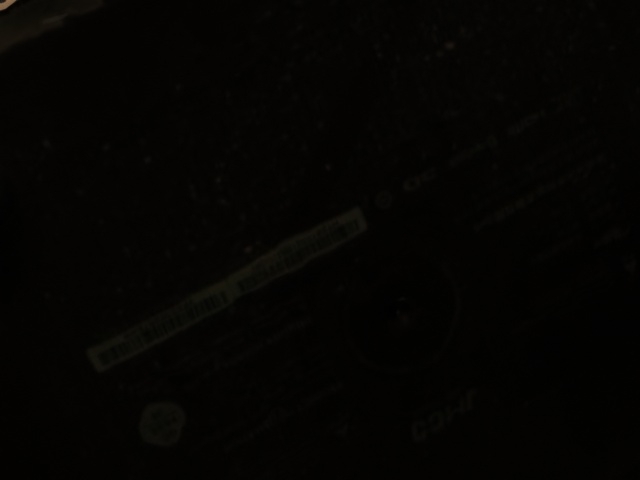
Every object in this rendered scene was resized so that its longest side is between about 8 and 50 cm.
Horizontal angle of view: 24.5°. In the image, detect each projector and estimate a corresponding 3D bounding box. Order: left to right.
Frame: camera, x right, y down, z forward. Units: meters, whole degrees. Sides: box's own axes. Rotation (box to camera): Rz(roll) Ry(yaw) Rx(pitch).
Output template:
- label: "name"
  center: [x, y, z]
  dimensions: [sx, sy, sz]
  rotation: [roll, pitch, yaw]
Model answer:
- label: "projector"
  center: [0.000, 0.000, 0.727]
  dimensions: [0.395, 0.405, 0.242]
  rotation: [-28, 23, -10]
